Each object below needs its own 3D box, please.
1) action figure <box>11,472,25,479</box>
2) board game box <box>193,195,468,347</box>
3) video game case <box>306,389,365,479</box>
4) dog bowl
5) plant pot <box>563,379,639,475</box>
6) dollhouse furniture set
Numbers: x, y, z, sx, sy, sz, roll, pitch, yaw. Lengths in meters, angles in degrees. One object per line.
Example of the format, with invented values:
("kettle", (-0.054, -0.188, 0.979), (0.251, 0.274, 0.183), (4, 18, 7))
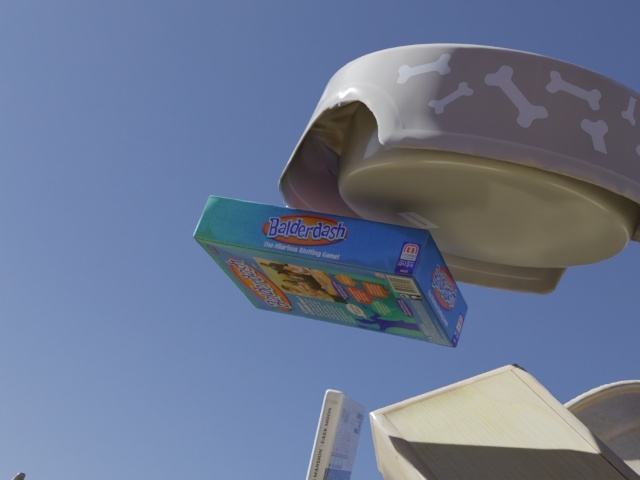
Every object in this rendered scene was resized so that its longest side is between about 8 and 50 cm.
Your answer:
("action figure", (-0.134, 0.228, 0.522), (0.099, 0.185, 0.285), (8, 18, -30))
("board game box", (0.013, 0.029, 1.039), (0.210, 0.047, 0.160), (9, -23, 23))
("video game case", (0.010, 0.253, 1.239), (0.022, 0.173, 0.190), (11, -10, 11))
("dog bowl", (0.143, -0.053, 0.986), (0.349, 0.102, 0.349), (13, -16, 4))
("plant pot", (0.433, 0.397, 1.463), (0.334, 0.334, 0.305), (33, 9, -32))
("dollhouse furniture set", (0.190, 0.356, 1.058), (0.362, 0.256, 0.394), (-16, -64, -14))
